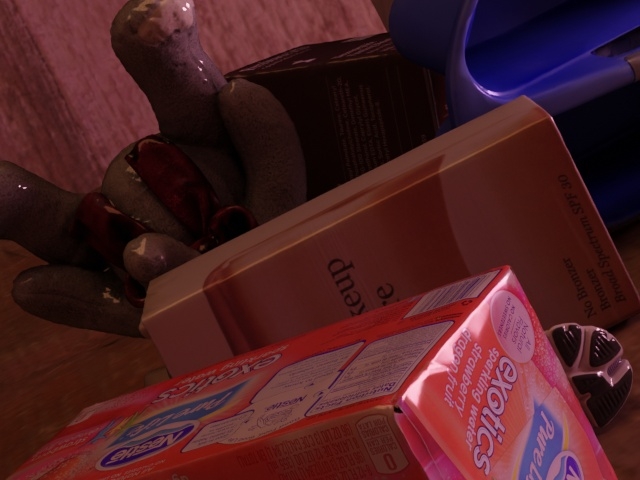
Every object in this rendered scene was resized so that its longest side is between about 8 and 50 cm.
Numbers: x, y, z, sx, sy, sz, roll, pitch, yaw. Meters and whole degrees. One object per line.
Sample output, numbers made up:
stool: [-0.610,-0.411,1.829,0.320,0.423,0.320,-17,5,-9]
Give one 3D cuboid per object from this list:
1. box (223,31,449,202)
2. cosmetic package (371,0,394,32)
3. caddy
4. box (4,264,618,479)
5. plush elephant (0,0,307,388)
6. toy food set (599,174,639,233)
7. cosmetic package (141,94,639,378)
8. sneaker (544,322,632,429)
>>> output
box: [0.051,-0.091,1.710,0.203,0.167,0.168,-5,13,29]
cosmetic package: [0.248,-0.281,2.178,0.156,0.217,0.385,-17,17,46]
caddy: [0.222,-0.150,1.479,0.341,0.241,0.179,-28,20,-21]
box: [-0.022,0.142,0.985,0.300,0.142,0.154,-21,12,33]
plush elephant: [-0.100,0.025,1.522,0.272,0.330,0.255,-39,32,7]
toy food set: [0.189,-0.028,1.571,0.132,0.038,0.192,-27,10,1]
cosmetic package: [0.045,0.037,1.308,0.296,0.153,0.129,-28,9,4]
sneaker: [0.096,0.099,1.118,0.170,0.068,0.071,-28,5,-2]
